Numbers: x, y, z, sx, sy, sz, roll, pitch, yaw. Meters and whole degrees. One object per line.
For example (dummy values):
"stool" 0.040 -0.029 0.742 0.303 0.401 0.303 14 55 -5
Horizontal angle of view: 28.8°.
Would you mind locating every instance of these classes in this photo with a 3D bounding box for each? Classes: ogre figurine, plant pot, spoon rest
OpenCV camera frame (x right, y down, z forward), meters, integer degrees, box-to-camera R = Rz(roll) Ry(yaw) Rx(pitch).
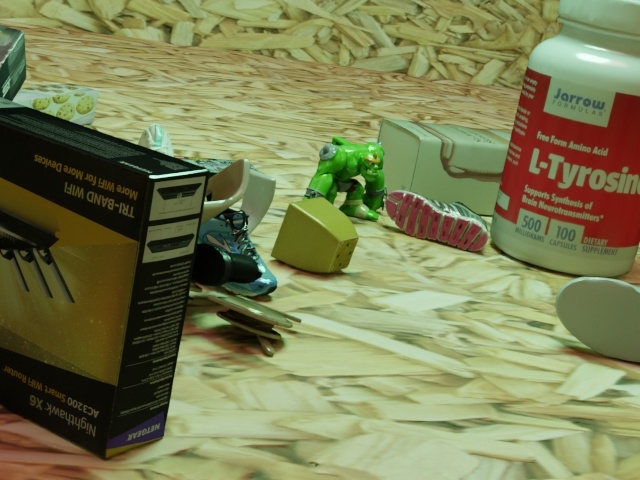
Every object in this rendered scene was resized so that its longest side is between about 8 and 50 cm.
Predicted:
"ogre figurine" 0.040 -0.094 1.922 0.197 0.118 0.097 1 18 -32
"plant pot" 0.000 0.000 1.637 0.083 0.081 0.081 31 23 27
"spoon rest" -0.169 -0.015 1.608 0.137 0.084 0.276 21 32 38

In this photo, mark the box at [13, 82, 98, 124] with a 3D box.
"box" -0.493 -0.221 2.116 0.063 0.067 0.324 16 15 20

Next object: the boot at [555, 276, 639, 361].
"boot" 0.409 0.102 1.553 0.258 0.095 0.123 19 9 -1

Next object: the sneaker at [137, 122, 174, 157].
"sneaker" -0.250 -0.124 1.878 0.080 0.094 0.212 7 16 -18

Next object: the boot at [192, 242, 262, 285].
"boot" -0.108 0.030 1.401 0.099 0.045 0.121 14 -1 -42

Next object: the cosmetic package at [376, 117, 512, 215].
"cosmetic package" 0.252 -0.124 2.159 0.296 0.129 0.153 2 19 -28

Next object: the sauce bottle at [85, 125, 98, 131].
"sauce bottle" -0.410 -0.162 1.999 0.042 0.042 0.128 21 16 33

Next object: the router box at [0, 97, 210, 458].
"router box" -0.255 0.015 1.085 0.309 0.242 0.081 19 17 30

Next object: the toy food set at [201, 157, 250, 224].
"toy food set" -0.253 -0.038 1.337 0.306 0.092 0.220 -6 -13 -37

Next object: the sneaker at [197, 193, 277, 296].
"sneaker" -0.109 0.001 1.493 0.162 0.073 0.063 46 34 16

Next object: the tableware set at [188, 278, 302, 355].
"tableware set" -0.125 0.072 1.356 0.194 0.039 0.128 20 1 12

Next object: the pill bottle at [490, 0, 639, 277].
"pill bottle" 0.407 -0.167 1.891 0.229 0.407 0.229 10 15 -3

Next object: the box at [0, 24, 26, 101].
"box" -0.608 -0.187 1.536 0.395 0.097 0.318 15 49 3

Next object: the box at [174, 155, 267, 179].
"box" -0.166 -0.109 2.007 0.137 0.027 0.094 2 16 -28

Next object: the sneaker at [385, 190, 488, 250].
"sneaker" 0.182 -0.034 1.914 0.170 0.063 0.075 20 17 15
